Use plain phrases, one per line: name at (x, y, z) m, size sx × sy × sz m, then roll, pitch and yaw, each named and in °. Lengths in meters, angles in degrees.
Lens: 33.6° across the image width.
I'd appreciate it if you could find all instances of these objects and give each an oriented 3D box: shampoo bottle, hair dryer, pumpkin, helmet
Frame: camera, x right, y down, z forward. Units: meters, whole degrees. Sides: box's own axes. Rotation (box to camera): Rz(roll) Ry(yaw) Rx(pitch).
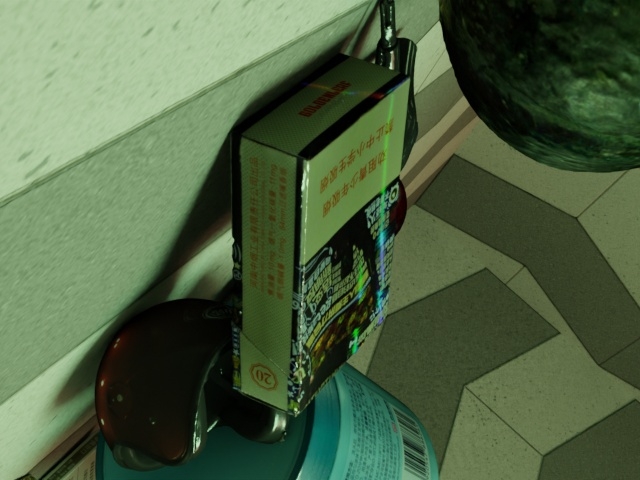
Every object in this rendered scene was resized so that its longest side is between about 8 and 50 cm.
shampoo bottle at (-0.055, 0.295, 1.386) m, size 0.331 × 0.331 × 0.342 m, roll -49°, pitch 137°, yaw 3°
hair dryer at (0.073, -0.183, 1.107) m, size 0.219 × 0.075 × 0.195 m, roll 87°, pitch 14°, yaw -58°
pumpkin at (0.310, -0.268, 0.949) m, size 0.454 × 0.344 × 0.454 m, roll -53°, pitch 176°, yaw -6°
helmet at (-0.145, 0.161, 1.155) m, size 0.216 × 0.193 × 0.189 m, roll -50°, pitch 155°, yaw 23°

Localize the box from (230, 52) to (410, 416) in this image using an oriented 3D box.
box at (-0.001, -0.005, 1.049) m, size 0.198 × 0.084 × 0.310 m, roll -43°, pitch 146°, yaw -45°

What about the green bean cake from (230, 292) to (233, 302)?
green bean cake at (-0.104, 0.167, 1.656) m, size 0.222 × 0.125 × 0.248 m, roll 104°, pitch 5°, yaw -82°

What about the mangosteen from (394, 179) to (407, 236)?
mangosteen at (0.055, -0.056, 1.609) m, size 0.152 × 0.152 × 0.152 m, roll -48°, pitch 175°, yaw -6°

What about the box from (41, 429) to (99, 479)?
box at (-0.377, 0.367, 1.510) m, size 0.198 × 0.029 × 0.109 m, roll -44°, pitch 156°, yaw -40°

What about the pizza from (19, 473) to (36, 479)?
pizza at (-0.384, 0.325, 1.327) m, size 0.083 × 0.025 × 0.078 m, roll -45°, pitch 176°, yaw -28°
